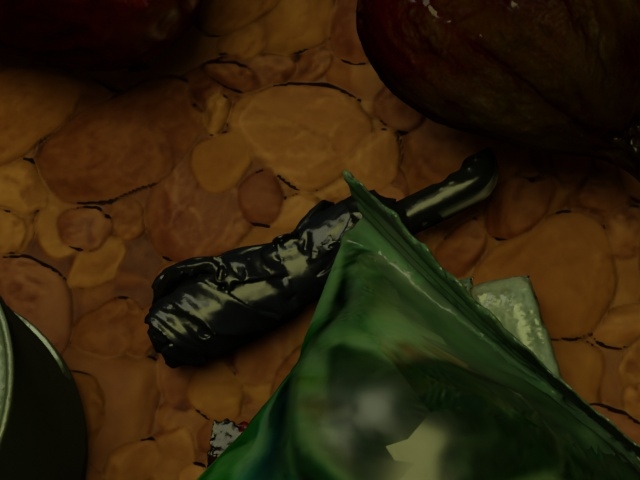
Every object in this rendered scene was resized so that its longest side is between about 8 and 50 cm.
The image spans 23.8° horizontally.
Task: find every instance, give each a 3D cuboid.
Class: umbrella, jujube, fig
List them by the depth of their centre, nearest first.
[{"bbox_3d":[0.167,-0.123,0.936,0.290,0.190,0.190,27,73,9],"label":"fig"},{"bbox_3d":[0.003,0.006,0.957,0.248,0.071,0.071,-24,65,0],"label":"umbrella"},{"bbox_3d":[-0.191,-0.207,1.028,0.250,0.174,0.174,19,71,16],"label":"jujube"}]

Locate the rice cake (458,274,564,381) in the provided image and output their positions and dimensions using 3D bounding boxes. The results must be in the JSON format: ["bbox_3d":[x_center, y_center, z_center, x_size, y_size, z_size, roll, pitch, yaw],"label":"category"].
[{"bbox_3d":[0.101,0.121,0.904,0.124,0.038,0.211,-12,66,5],"label":"rice cake"}]

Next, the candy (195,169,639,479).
[{"bbox_3d":[-0.016,0.195,0.781,0.263,0.172,0.398,36,78,29],"label":"candy"}]

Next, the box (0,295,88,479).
[{"bbox_3d":[-0.266,0.117,0.909,0.226,0.149,0.226,-4,66,8],"label":"box"}]

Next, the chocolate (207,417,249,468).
[{"bbox_3d":[-0.043,0.192,0.906,0.086,0.028,0.182,0,64,16],"label":"chocolate"}]
